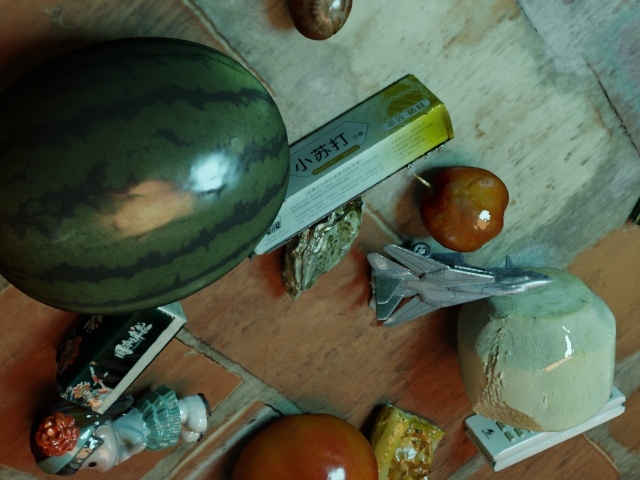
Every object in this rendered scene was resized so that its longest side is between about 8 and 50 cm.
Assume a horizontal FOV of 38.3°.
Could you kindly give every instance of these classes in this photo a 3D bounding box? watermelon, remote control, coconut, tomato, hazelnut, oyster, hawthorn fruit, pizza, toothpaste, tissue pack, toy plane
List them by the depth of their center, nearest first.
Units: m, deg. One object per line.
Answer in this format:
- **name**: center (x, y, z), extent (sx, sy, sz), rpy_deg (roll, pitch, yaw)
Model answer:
- **watermelon**: center (-0.207, -0.064, 0.957), extent (0.359, 0.279, 0.279), rpy_deg (-20, 130, -12)
- **hazelnut**: center (0.002, -0.272, 1.048), extent (0.086, 0.086, 0.086), rpy_deg (-14, 128, -19)
- **tissue pack**: center (-0.258, 0.125, 1.179), extent (0.170, 0.103, 0.090), rpy_deg (-47, 124, 8)
- **toothpaste**: center (0.016, -0.093, 1.181), extent (0.313, 0.089, 0.071), rpy_deg (-32, 139, -5)
- **oyster**: center (0.000, 0.000, 1.261), extent (0.177, 0.064, 0.125), rpy_deg (-51, 146, -1)
- **hawthorn fruit**: center (0.196, -0.049, 1.296), extent (0.125, 0.140, 0.125), rpy_deg (-52, 162, -25)
- **toy plane**: center (0.202, 0.052, 1.353), extent (0.267, 0.088, 0.212), rpy_deg (-8, 142, -1)
- **coconut**: center (0.333, 0.181, 1.449), extent (0.245, 0.245, 0.247), rpy_deg (-16, 121, -17)
- **tomato**: center (-0.017, 0.398, 1.457), extent (0.259, 0.180, 0.260), rpy_deg (-16, 130, -20)
- **pizza**: center (0.137, 0.417, 1.619), extent (0.182, 0.074, 0.365), rpy_deg (-13, 127, -27)
- **remote control**: center (0.407, 0.316, 1.673), extent (0.277, 0.103, 0.055), rpy_deg (-21, 129, -13)

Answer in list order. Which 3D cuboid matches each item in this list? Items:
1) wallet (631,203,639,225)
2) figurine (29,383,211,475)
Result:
- **wallet**: center (0.646, -0.081, 1.551), extent (0.236, 0.055, 0.160), rpy_deg (6, 113, -30)
- **figurine**: center (-0.272, 0.251, 1.256), extent (0.245, 0.110, 0.138), rpy_deg (-5, 149, -32)
